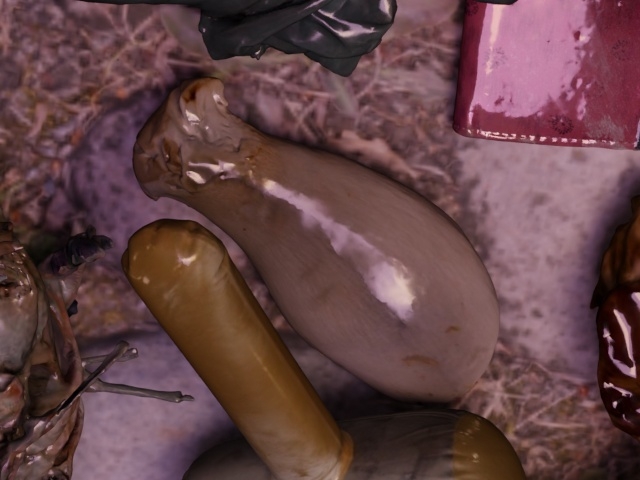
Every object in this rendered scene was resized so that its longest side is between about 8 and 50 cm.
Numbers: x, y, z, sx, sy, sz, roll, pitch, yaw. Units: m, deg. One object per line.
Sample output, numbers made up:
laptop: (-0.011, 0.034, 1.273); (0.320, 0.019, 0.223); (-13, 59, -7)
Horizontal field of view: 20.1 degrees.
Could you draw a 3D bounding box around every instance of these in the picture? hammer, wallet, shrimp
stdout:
hammer: (-0.023, 0.092, 0.942); (0.202, 0.113, 0.305); (-13, 134, 22)
wallet: (0.141, -0.165, 0.976); (0.119, 0.025, 0.232); (3, 108, -7)
shrimp: (-0.167, 0.063, 0.975); (0.172, 0.137, 0.372); (-13, 128, -45)

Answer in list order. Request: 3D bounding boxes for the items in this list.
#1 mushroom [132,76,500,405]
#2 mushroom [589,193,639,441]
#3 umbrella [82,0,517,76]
mushroom: (0.000, 0.000, 0.983); (0.225, 0.093, 0.116); (40, 122, -23)
mushroom: (0.345, 0.003, 0.918); (0.356, 0.334, 0.331); (-14, 113, -13)
umbrella: (-0.067, -0.164, 0.913); (0.349, 0.094, 0.143); (4, 124, -4)
